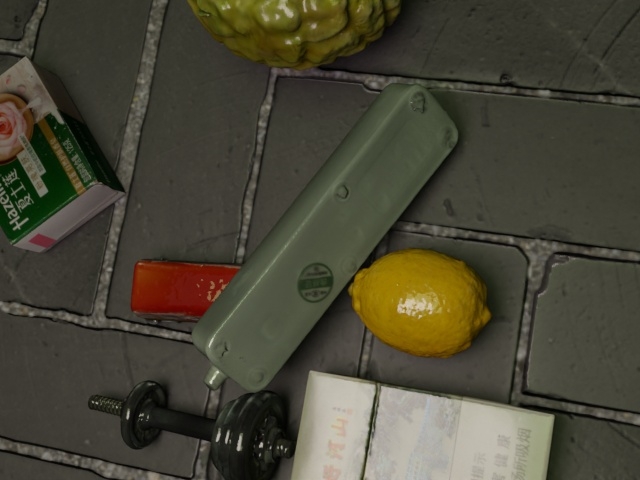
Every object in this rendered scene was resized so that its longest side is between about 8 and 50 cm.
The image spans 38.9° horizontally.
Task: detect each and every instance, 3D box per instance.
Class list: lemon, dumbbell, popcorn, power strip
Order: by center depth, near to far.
[{"bbox_3d":[0.103,0.063,0.947,0.155,0.114,0.114,15,85,19],"label":"lemon"},{"bbox_3d":[0.000,0.000,0.958,0.385,0.091,0.062,-51,31,-9],"label":"power strip"},{"bbox_3d":[-0.146,0.203,0.995,0.254,0.110,0.110,8,83,20],"label":"dumbbell"},{"bbox_3d":[-0.039,-0.292,1.008,0.236,0.251,0.206,-18,101,-23],"label":"popcorn"}]

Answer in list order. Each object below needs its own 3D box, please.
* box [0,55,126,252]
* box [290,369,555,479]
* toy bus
[{"bbox_3d":[-0.348,-0.103,1.105,0.135,0.081,0.199,-35,73,6],"label":"box"},{"bbox_3d":[0.103,0.237,0.941,0.256,0.069,0.164,8,83,15],"label":"box"},{"bbox_3d":[-0.128,0.058,1.023,0.174,0.077,0.079,3,82,15],"label":"toy bus"}]
